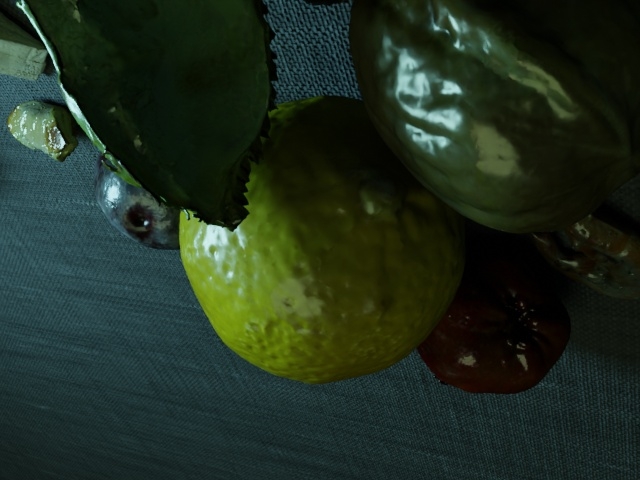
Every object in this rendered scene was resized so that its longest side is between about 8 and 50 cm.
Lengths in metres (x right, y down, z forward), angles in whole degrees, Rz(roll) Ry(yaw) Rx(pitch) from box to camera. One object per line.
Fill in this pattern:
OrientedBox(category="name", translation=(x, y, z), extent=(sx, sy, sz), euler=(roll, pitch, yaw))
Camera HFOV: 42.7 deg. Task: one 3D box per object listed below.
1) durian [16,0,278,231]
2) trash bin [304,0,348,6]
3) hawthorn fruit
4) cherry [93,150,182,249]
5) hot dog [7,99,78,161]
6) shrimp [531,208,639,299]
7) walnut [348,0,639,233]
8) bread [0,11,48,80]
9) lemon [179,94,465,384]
OrientedBox(category="durian", translation=(-0.146, -0.192, 0.725), extent=(0.163, 0.198, 0.394), euler=(-23, 86, 22))
OrientedBox(category="trash bin", translation=(0.055, -0.340, 0.562), extent=(0.301, 0.203, 0.252), euler=(-27, 77, 49))
OrientedBox(category="hawthorn fruit", translation=(0.197, 0.107, 1.016), extent=(0.185, 0.185, 0.202), euler=(37, 158, -10))
OrientedBox(category="cherry", translation=(-0.194, -0.074, 1.044), extent=(0.195, 0.195, 0.195), euler=(18, 142, 15))
OrientedBox(category="hot dog", translation=(-0.381, -0.159, 1.164), extent=(0.169, 0.061, 0.078), euler=(25, 115, 39))
OrientedBox(category="shrimp", translation=(0.303, 0.015, 0.938), extent=(0.187, 0.051, 0.132), euler=(38, 142, -17))
OrientedBox(category="walnut", translation=(0.157, -0.139, 0.703), extent=(0.283, 0.283, 0.227), euler=(37, 99, -11))
OrientedBox(category="bread", translation=(-0.442, -0.286, 1.088), extent=(0.152, 0.105, 0.077), euler=(10, 152, -30))
OrientedBox(category="lemon", translation=(0.000, 0.000, 0.893), extent=(0.336, 0.336, 0.336), euler=(18, 142, 15))
